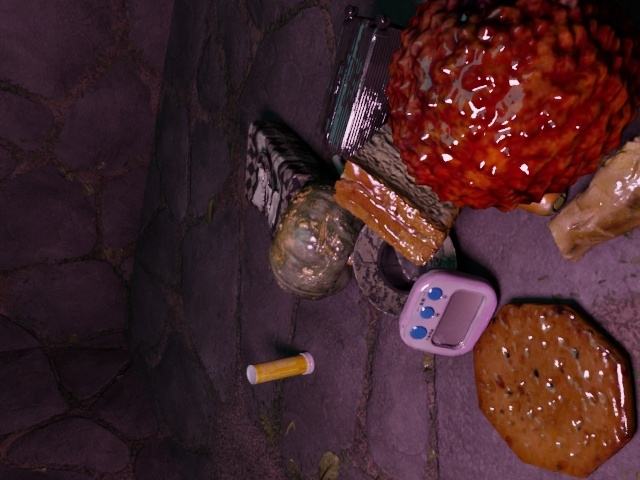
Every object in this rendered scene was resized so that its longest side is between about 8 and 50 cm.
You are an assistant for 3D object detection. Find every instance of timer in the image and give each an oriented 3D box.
[{"bbox_3d":[0.281,0.160,1.256,0.069,0.190,0.209,-96,21,-62],"label":"timer"}]

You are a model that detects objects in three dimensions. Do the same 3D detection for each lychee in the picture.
[{"bbox_3d":[0.330,-0.280,0.959,0.425,0.424,0.500,59,135,34],"label":"lychee"}]

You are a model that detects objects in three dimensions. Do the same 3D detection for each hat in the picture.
[{"bbox_3d":[0.208,0.051,1.378,0.265,0.128,0.266,0,88,14],"label":"hat"}]

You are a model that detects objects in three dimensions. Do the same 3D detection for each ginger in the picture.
[{"bbox_3d":[0.511,-0.069,0.971,0.263,0.116,0.109,122,150,-45],"label":"ginger"}]

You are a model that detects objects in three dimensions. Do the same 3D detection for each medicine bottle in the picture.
[{"bbox_3d":[-0.127,0.414,1.818,0.074,0.218,0.074,6,98,53],"label":"medicine bottle"}]

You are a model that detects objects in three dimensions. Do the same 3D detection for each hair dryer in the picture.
[{"bbox_3d":[0.064,-0.219,1.657,0.100,0.057,0.198,-58,42,37],"label":"hair dryer"}]

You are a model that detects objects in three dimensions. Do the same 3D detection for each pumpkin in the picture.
[{"bbox_3d":[0.000,0.000,1.550,0.257,0.291,0.328,30,136,17],"label":"pumpkin"}]

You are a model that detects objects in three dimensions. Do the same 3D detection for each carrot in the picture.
[{"bbox_3d":[0.403,-0.115,1.145,0.193,0.087,0.087,39,123,45],"label":"carrot"}]

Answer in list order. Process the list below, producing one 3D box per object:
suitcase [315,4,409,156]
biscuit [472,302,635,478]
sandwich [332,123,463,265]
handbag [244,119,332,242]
[{"bbox_3d":[0.140,-0.371,1.375,0.152,0.229,0.335,43,125,46],"label":"suitcase"},{"bbox_3d":[0.453,0.291,1.130,0.359,0.046,0.359,13,106,53],"label":"biscuit"},{"bbox_3d":[0.207,-0.132,1.251,0.262,0.325,0.131,37,140,7],"label":"sandwich"},{"bbox_3d":[-0.134,-0.170,1.836,0.416,0.180,0.317,56,137,47],"label":"handbag"}]
